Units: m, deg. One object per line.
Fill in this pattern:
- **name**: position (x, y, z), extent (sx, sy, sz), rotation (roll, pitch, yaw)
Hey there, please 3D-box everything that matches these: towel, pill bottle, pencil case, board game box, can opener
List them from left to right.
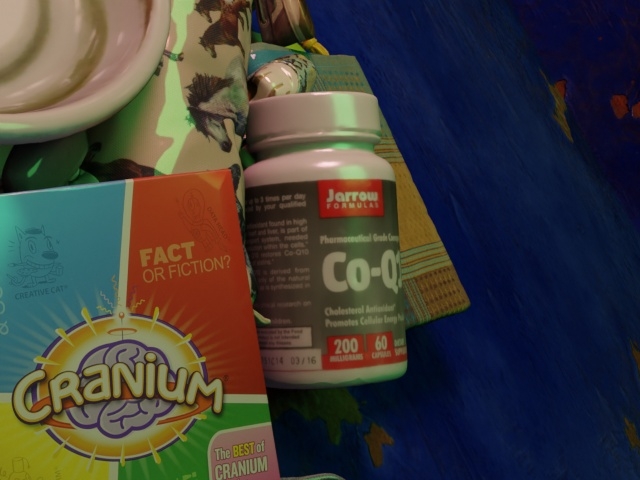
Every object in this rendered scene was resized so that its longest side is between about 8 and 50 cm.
- **can opener**: position (-0.265, -0.006, 0.765), extent (0.283, 0.076, 0.095), rotation (-50, 151, -49)
- **board game box**: position (-0.150, 0.118, 0.744), extent (0.242, 0.064, 0.316), rotation (-11, 92, -41)
- **pencil case**: position (-0.133, -0.119, 0.972), extent (0.183, 0.160, 0.410), rotation (23, 60, -48)
- **pill bottle**: position (0.000, 0.000, 1.066), extent (0.161, 0.161, 0.283), rotation (-1, 87, -58)
- **towel**: position (0.045, -0.064, 1.278), extent (0.271, 0.040, 0.370), rotation (-8, 71, -59)

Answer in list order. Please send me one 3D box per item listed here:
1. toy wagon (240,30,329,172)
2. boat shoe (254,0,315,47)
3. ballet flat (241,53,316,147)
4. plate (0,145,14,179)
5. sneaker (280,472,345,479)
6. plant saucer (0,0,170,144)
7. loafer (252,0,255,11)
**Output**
- **toy wagon**: position (-0.054, -0.161, 1.321), extent (0.267, 0.068, 0.344), rotation (47, 31, -22)
- **boat shoe**: position (-0.074, -0.332, 1.296), extent (0.080, 0.073, 0.223), rotation (55, 13, -70)
- **ballet flat**: position (-0.072, -0.145, 1.136), extent (0.188, 0.070, 0.070), rotation (-44, 106, -18)
- **plate**: position (-0.370, -0.140, 0.832), extent (0.277, 0.045, 0.278), rotation (-8, 71, -58)
- **sneaker**: position (0.003, 0.269, 0.949), extent (0.262, 0.125, 0.104), rotation (23, 45, -47)
- **plant saucer**: position (-0.311, -0.223, 0.805), extent (0.400, 0.100, 0.400), rotation (22, 47, -27)
- **loafer**: position (-0.171, -0.414, 1.339), extent (0.302, 0.109, 0.095), rotation (53, 34, -17)
